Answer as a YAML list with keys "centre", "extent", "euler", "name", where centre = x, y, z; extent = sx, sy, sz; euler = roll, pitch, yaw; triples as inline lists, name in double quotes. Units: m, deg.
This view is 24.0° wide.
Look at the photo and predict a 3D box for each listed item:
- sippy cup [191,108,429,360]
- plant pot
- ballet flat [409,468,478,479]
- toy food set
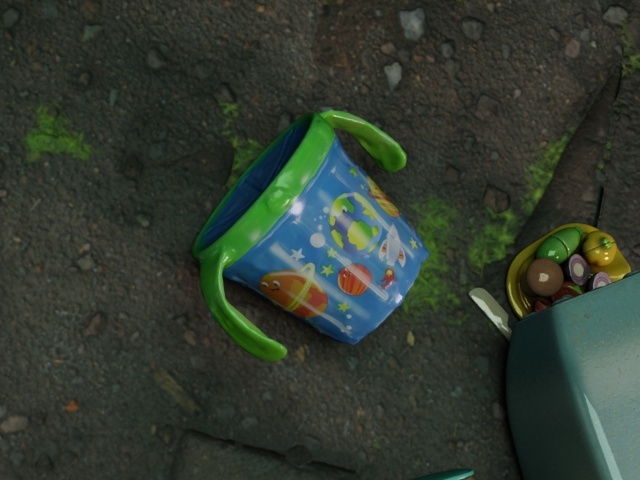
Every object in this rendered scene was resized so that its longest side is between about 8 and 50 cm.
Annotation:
- centre: [0.000, 0.000, 1.834]
  extent: [0.224, 0.240, 0.305]
  euler: [40, 94, -13]
  name: "sippy cup"
- centre: [0.364, 0.182, 1.848]
  extent: [0.247, 0.248, 0.252]
  euler: [-20, 82, -19]
  name: "plant pot"
- centre: [0.070, 0.338, 1.819]
  extent: [0.280, 0.095, 0.096]
  euler: [-4, 88, -16]
  name: "ballet flat"
- centre: [0.318, 0.054, 1.970]
  extent: [0.218, 0.071, 0.128]
  euler: [-33, 85, -20]
  name: "toy food set"
